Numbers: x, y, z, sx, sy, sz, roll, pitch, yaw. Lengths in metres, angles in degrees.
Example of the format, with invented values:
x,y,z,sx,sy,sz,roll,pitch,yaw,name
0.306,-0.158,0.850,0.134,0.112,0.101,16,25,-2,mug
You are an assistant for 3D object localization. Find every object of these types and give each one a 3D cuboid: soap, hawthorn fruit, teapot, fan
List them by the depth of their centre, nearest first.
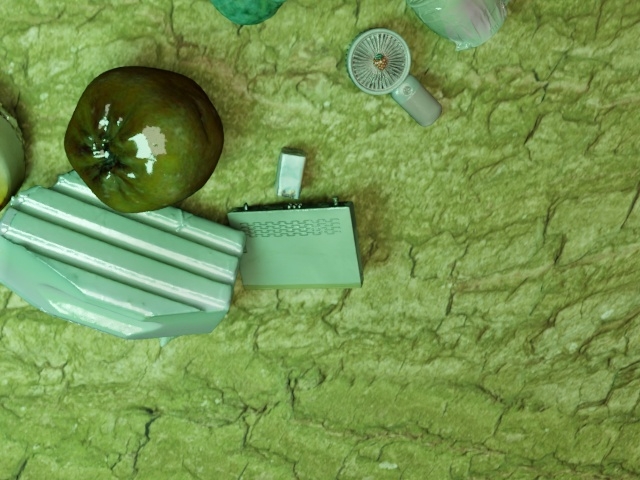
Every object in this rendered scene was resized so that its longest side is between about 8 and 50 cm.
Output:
x,y,z,sx,sy,sz,roll,pitch,yaw,name
-0.310,-0.197,1.369,0.268,0.301,0.268,8,111,21,hawthorn fruit
-0.389,0.041,1.426,0.446,0.261,0.156,21,143,-16,soap
0.280,-0.483,1.438,0.163,0.221,0.178,-19,130,40,teapot
0.155,-0.327,1.493,0.244,0.074,0.130,39,99,-21,fan

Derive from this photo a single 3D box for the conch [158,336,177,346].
x,y,z,sx,sy,sz,roll,pitch,yaw,name
-0.333,0.169,1.574,0.234,0.114,0.137,31,114,-24,conch

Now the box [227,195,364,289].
x,y,z,sx,sy,sz,roll,pitch,yaw,name
-0.051,0.009,1.546,0.270,0.045,0.211,-4,112,18,box

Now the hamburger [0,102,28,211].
x,y,z,sx,sy,sz,roll,pitch,yaw,name
-0.692,-0.156,1.348,0.302,0.170,0.302,-6,131,-7,hamburger

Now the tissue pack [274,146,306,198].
x,y,z,sx,sy,sz,roll,pitch,yaw,name
-0.062,-0.142,1.525,0.059,0.074,0.094,8,110,-5,tissue pack

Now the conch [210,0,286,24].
x,y,z,sx,sy,sz,roll,pitch,yaw,name
-0.131,-0.496,1.349,0.202,0.134,0.196,8,110,-11,conch
